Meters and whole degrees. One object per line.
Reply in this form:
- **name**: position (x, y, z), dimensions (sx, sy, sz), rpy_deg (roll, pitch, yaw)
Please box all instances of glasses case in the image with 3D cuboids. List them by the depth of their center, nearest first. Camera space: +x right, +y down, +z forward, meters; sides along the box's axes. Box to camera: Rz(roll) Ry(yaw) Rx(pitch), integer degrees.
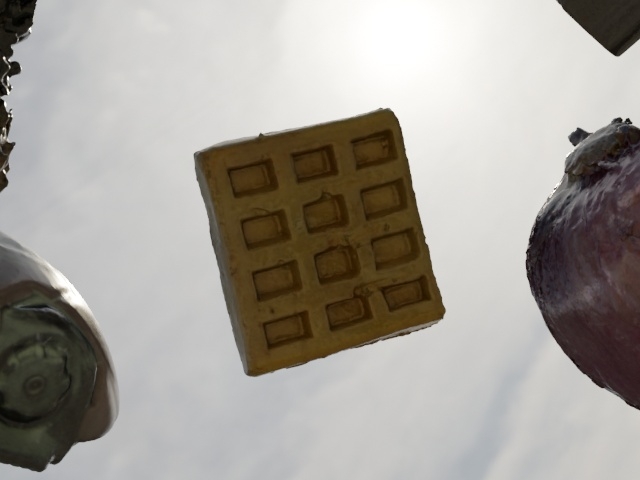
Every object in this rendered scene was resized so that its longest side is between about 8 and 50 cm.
- **glasses case**: position (0.253, -0.212, 0.898), dimensions (0.072, 0.042, 0.190), rpy_deg (39, -69, -24)

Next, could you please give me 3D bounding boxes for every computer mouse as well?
- **computer mouse**: position (-0.268, 0.026, 0.813), dimensions (0.389, 0.199, 0.115), rpy_deg (30, -89, -43)

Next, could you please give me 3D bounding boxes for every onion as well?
- **onion**: position (0.295, 0.078, 1.015), dimensions (0.159, 0.267, 0.349), rpy_deg (-45, -83, -9)

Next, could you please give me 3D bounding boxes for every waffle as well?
- **waffle**: position (0.000, 0.000, 1.360), dimensions (0.221, 0.055, 0.248), rpy_deg (-15, -85, -17)

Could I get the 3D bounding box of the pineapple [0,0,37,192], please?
- **pineapple**: position (-0.363, -0.125, 1.264), dimensions (0.362, 0.202, 0.202), rpy_deg (-58, -35, -3)
